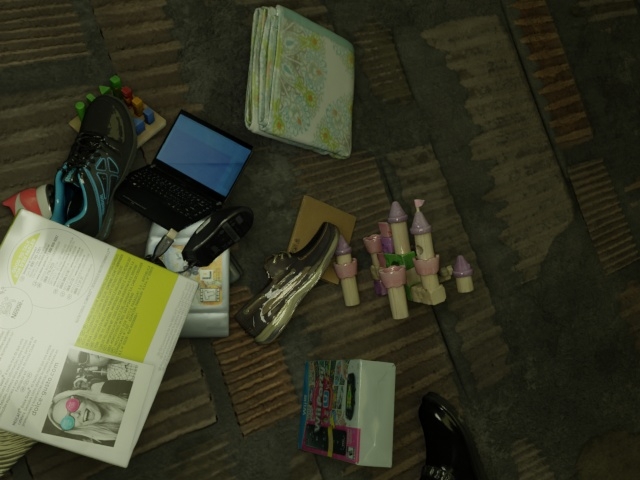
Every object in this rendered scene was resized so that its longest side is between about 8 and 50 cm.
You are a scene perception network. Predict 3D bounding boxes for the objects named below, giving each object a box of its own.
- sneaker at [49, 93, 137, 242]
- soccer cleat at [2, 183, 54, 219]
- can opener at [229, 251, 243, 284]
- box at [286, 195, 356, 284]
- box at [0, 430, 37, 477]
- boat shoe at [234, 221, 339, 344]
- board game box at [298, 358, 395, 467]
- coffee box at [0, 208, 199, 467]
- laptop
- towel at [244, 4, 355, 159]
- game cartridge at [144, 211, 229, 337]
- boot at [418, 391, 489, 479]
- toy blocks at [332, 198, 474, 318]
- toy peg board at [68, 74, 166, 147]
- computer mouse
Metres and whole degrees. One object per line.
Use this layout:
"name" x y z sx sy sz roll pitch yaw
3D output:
"sneaker" -0.484 -0.156 1.390 0.125 0.139 0.341 6 82 10
"soccer cleat" -0.598 0.041 1.429 0.116 0.108 0.318 -14 92 0
"can opener" -0.304 -0.007 1.592 0.095 0.076 0.283 -32 96 6
"box" 0.000 0.000 1.744 0.164 0.021 0.201 22 71 -19
"box" -0.629 0.382 1.340 0.113 0.094 0.275 48 65 -10
"boat shoe" -0.082 0.086 1.616 0.130 0.132 0.355 37 75 -8
"board game box" 0.057 0.397 1.536 0.097 0.303 0.224 10 75 -23
"coffee box" -0.472 0.179 1.208 0.334 0.337 0.338 25 72 -20
"laptop" -0.328 -0.166 1.499 0.234 0.137 0.264 29 36 20
"towel" -0.040 -0.400 1.689 0.374 0.090 0.321 8 86 -50
"game cartridge" -0.310 0.080 1.522 0.198 0.062 0.297 0 91 -14
"boot" 0.287 0.602 1.699 0.260 0.131 0.348 -26 92 -27
"toy blocks" 0.214 0.019 1.672 0.309 0.288 0.260 -16 100 -28
"toy peg board" -0.475 -0.291 1.516 0.160 0.079 0.161 38 65 13
"computer mouse" -0.275 -0.006 1.429 0.262 0.184 0.060 -45 60 -2
